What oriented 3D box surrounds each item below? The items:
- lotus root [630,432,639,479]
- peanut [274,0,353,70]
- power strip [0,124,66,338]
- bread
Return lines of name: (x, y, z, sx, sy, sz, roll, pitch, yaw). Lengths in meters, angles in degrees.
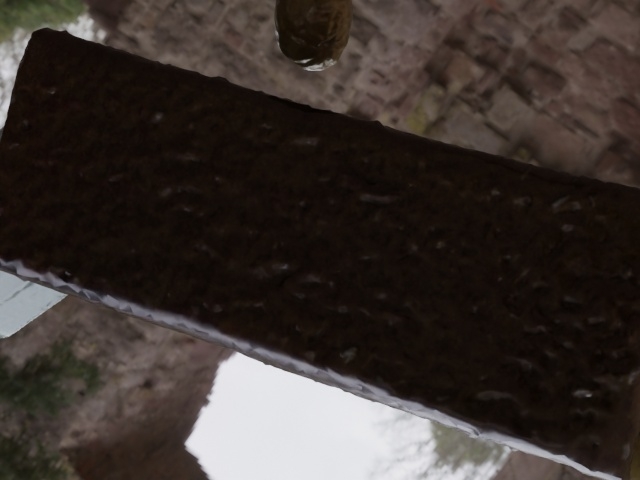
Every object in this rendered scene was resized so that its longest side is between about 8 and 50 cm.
lotus root: (0.299, 0.176, 0.841, 0.125, 0.221, 0.118, 3, 157, 41)
peanut: (-0.005, -0.160, 0.644, 0.053, 0.113, 0.054, -3, -162, 1)
power strip: (-0.298, 0.001, 1.043, 0.141, 0.261, 0.230, 40, -151, -34)
bread: (0.000, 0.000, 0.631, 0.416, 0.165, 0.113, 18, -176, 16)
